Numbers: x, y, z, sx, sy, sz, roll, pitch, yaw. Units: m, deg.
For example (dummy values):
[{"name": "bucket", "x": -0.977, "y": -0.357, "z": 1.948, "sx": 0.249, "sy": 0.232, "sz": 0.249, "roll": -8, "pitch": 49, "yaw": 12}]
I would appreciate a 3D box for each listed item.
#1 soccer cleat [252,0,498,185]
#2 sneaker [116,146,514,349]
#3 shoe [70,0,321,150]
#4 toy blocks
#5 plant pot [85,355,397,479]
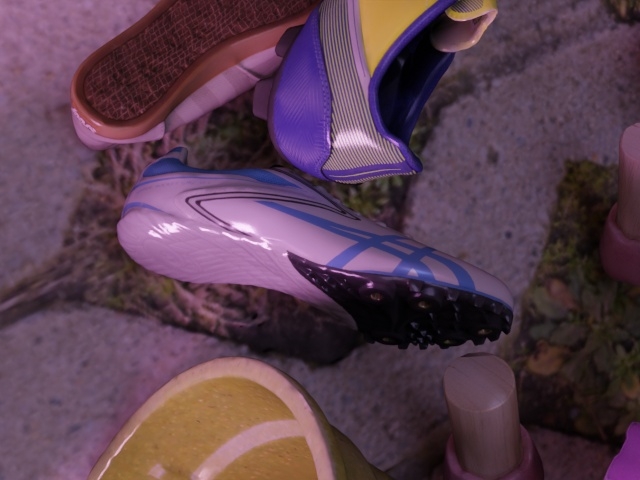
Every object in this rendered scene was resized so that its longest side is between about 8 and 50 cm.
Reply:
[{"name": "soccer cleat", "x": 0.063, "y": -0.162, "z": 0.585, "sx": 0.093, "sy": 0.121, "sz": 0.289, "roll": 40, "pitch": 69, "yaw": -53}, {"name": "sneaker", "x": 0.000, "y": 0.000, "z": 0.579, "sx": 0.237, "sy": 0.085, "sz": 0.086, "roll": 17, "pitch": 61, "yaw": 9}, {"name": "shoe", "x": -0.067, "y": -0.127, "z": 0.622, "sx": 0.219, "sy": 0.058, "sz": 0.076, "roll": -39, "pitch": 81, "yaw": -25}, {"name": "toy blocks", "x": 0.271, "y": 0.136, "z": 0.641, "sx": 0.288, "sy": 0.309, "sz": 0.260, "roll": -48, "pitch": 144, "yaw": -26}, {"name": "plant pot", "x": 0.013, "y": 0.235, "z": 0.534, "sx": 0.254, "sy": 0.276, "sz": 0.276, "roll": 28, "pitch": 76, "yaw": -30}]
